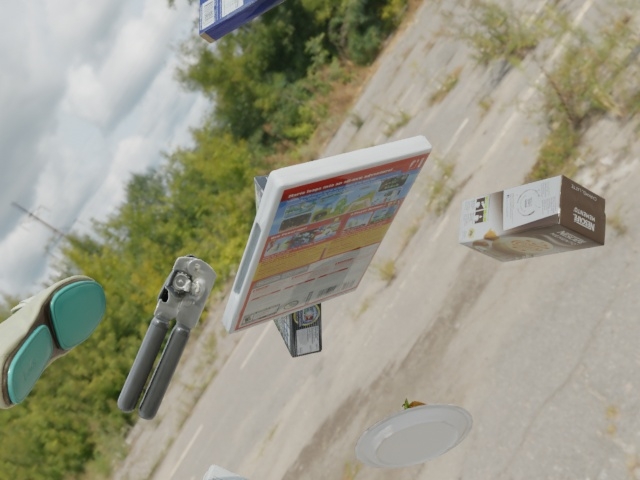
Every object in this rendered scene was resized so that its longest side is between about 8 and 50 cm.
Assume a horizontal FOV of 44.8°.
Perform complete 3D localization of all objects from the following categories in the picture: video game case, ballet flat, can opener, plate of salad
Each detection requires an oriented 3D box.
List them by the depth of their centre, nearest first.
[{"bbox_3d":[-0.318,0.100,0.847,0.086,0.086,0.248,-53,3,18],"label":"ballet flat"},{"bbox_3d":[0.000,0.000,0.924,0.204,0.025,0.285,-17,-30,-30],"label":"video game case"},{"bbox_3d":[0.150,0.313,1.266,0.200,0.199,0.048,-51,39,32],"label":"plate of salad"},{"bbox_3d":[-0.263,0.160,1.330,0.284,0.075,0.095,-67,15,-6],"label":"can opener"}]

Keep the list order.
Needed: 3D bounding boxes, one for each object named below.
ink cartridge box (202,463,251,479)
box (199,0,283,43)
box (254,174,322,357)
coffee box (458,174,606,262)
[{"bbox_3d":[-0.158,0.471,1.041,0.289,0.121,0.211,-69,2,-78],"label":"ink cartridge box"},{"bbox_3d":[-0.114,-0.439,1.313,0.225,0.036,0.137,-21,59,32],"label":"box"},{"bbox_3d":[-0.060,0.042,1.417,0.216,0.060,0.270,-125,29,-56],"label":"box"},{"bbox_3d":[0.410,-0.036,1.520,0.246,0.141,0.098,-15,61,53],"label":"coffee box"}]
